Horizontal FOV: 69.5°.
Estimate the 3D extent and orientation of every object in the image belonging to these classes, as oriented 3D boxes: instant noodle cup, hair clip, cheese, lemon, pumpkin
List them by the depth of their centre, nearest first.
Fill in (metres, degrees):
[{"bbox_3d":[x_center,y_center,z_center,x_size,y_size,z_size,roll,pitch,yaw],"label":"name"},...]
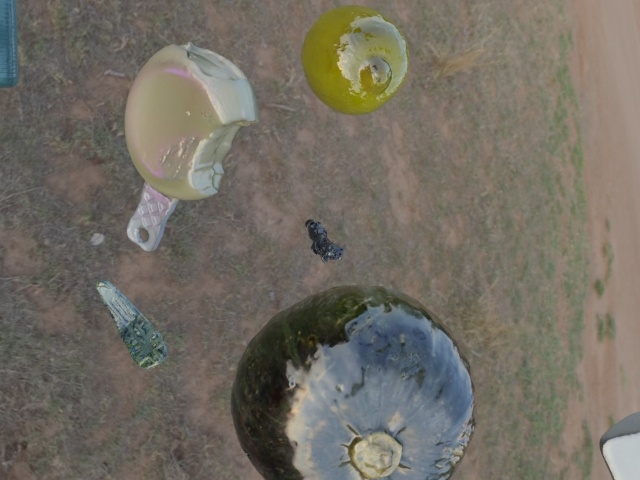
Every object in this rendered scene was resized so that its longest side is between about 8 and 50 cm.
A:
[{"bbox_3d":[-0.189,-0.103,0.601,0.163,0.286,0.082,34,26,11],"label":"cheese"},{"bbox_3d":[-0.451,-0.286,0.607,0.070,0.157,0.179,-11,130,-42],"label":"instant noodle cup"},{"bbox_3d":[0.057,-0.326,0.833,0.184,0.184,0.248,23,25,-43],"label":"lemon"},{"bbox_3d":[0.061,0.295,0.869,0.454,0.344,0.454,-2,106,-6],"label":"pumpkin"},{"bbox_3d":[-0.372,0.160,0.901,0.066,0.229,0.036,-42,158,-9],"label":"hair clip"}]

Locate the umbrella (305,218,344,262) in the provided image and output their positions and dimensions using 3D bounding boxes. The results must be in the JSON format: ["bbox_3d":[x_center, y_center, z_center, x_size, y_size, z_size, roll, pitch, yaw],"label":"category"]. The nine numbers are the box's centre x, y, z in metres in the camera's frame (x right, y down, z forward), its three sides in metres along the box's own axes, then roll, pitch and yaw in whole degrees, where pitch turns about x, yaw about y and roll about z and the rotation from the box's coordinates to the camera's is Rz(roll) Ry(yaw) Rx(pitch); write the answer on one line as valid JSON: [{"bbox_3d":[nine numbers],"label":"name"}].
[{"bbox_3d":[-0.002,0.002,1.530,0.080,0.224,0.071,-6,124,-23],"label":"umbrella"}]

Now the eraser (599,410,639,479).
[{"bbox_3d":[0.477,0.191,0.467,0.089,0.352,0.061,68,19,5],"label":"eraser"}]
